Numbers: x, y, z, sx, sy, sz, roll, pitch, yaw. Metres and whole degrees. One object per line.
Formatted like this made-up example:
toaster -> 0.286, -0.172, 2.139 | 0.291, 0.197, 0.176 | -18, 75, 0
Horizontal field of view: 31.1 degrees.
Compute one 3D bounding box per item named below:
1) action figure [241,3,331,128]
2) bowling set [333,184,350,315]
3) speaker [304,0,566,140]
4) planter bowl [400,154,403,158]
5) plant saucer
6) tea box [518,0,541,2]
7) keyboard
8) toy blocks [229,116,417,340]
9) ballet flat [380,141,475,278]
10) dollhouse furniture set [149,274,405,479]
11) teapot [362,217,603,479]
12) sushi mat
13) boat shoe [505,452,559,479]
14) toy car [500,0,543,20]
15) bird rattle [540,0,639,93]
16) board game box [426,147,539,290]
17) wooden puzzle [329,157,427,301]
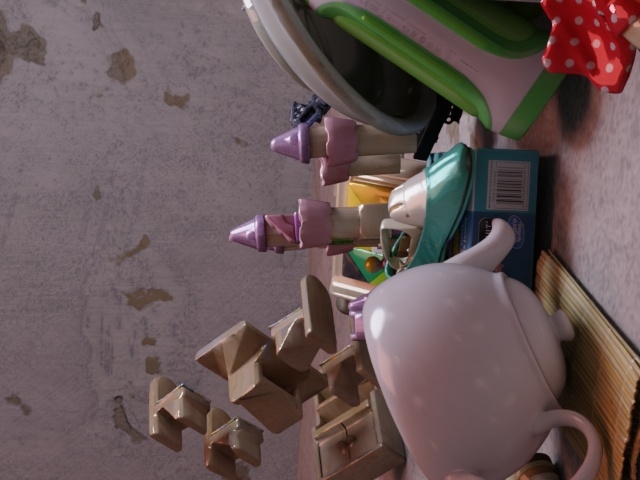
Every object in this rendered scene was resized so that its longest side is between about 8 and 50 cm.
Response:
action figure -> 0.034, -0.351, 1.964 | 0.341, 0.330, 0.178 | -58, 8, -23
bowling set -> 0.130, -0.010, 1.906 | 0.200, 0.154, 0.287 | -40, 44, 55
speaker -> 0.123, -0.234, 1.244 | 0.131, 0.296, 0.131 | -55, -4, -6
planter bowl -> 0.092, -0.150, 2.216 | 0.162, 0.109, 0.162 | -178, 90, -83
plant saucer -> 0.000, -0.299, 1.440 | 0.400, 0.101, 0.400 | 39, -142, -39
tea box -> 0.130, -0.431, 1.143 | 0.220, 0.329, 0.323 | 105, 164, -61
keyboard -> 0.191, -0.244, 1.499 | 0.201, 0.033, 0.317 | -87, 16, -59
toy blocks -> 0.000, 0.000, 1.591 | 0.288, 0.260, 0.308 | 115, 152, -85
ballet flat -> 0.116, -0.020, 1.344 | 0.247, 0.087, 0.083 | 99, 173, -52
dollhouse furniture set -> -0.043, 0.244, 2.043 | 0.362, 0.394, 0.256 | -35, 37, 23
teapot -> 0.170, 0.126, 1.166 | 0.256, 0.187, 0.252 | 67, -167, -1
sushi mat -> 0.264, 0.131, 1.167 | 0.316, 0.019, 0.151 | -107, 19, -69
boat shoe -> 0.223, 0.325, 1.280 | 0.072, 0.068, 0.190 | -114, 25, -47
toy car -> 0.147, -0.324, 1.313 | 0.155, 0.188, 0.149 | -8, 62, 61
bird rattle -> 0.258, -0.228, 0.936 | 0.207, 0.143, 0.253 | -129, 35, -53
board game box -> 0.191, 0.014, 1.455 | 0.336, 0.079, 0.253 | -145, 57, -85
wooden puzzle -> 0.108, -0.008, 1.776 | 0.044, 0.221, 0.238 | -10, -71, -53
